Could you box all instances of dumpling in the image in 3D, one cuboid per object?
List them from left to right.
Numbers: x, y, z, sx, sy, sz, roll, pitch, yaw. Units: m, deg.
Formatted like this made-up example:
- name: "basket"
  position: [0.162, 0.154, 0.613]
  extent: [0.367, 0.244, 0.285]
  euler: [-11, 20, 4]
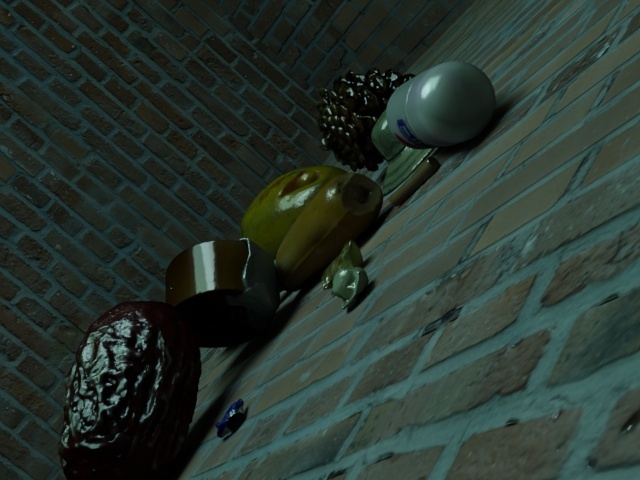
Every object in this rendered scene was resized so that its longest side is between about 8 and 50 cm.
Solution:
- name: "dumpling"
  position: [0.045, 0.067, 1.345]
  extent: [0.052, 0.057, 0.076]
  euler: [-6, 0, -42]

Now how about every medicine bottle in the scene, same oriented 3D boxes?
- name: "medicine bottle"
  position: [0.196, -0.218, 1.561]
  extent: [0.130, 0.130, 0.341]
  euler: [-50, 7, -1]

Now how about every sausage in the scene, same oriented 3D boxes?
- name: "sausage"
  position: [-0.004, -0.003, 1.788]
  extent: [0.354, 0.116, 0.134]
  euler: [-48, 12, 52]
- name: "sausage"
  position: [0.156, -0.097, 1.598]
  extent: [0.116, 0.026, 0.026]
  euler: [-45, 7, 37]

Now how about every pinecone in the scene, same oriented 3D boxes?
- name: "pinecone"
  position: [0.113, -0.269, 2.054]
  extent: [0.272, 0.224, 0.224]
  euler: [-27, 1, -13]

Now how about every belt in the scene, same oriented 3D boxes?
- name: "belt"
  position: [-0.195, 0.114, 1.864]
  extent: [0.339, 0.217, 0.122]
  euler: [122, 149, -61]

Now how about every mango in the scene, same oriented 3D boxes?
- name: "mango"
  position: [-0.042, -0.059, 2.167]
  extent: [0.365, 0.182, 0.253]
  euler: [-24, 22, 52]

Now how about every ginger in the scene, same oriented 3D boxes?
- name: "ginger"
  position: [0.035, 0.045, 1.530]
  extent: [0.137, 0.044, 0.058]
  euler: [129, 148, -50]

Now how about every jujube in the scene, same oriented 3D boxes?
- name: "jujube"
  position: [-0.335, 0.276, 1.662]
  extent: [0.258, 0.258, 0.377]
  euler: [-45, 21, 39]

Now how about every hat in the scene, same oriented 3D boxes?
- name: "hat"
  position: [0.162, -0.215, 1.877]
  extent: [0.252, 0.110, 0.252]
  euler: [-49, 7, 8]

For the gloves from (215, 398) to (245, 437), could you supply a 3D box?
- name: "gloves"
  position: [-0.139, 0.272, 1.446]
  extent: [0.064, 0.026, 0.086]
  euler: [-52, 6, -2]

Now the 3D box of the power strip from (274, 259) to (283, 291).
- name: "power strip"
  position: [-0.104, 0.069, 2.004]
  extent: [0.216, 0.044, 0.137]
  euler: [-21, -26, 22]
